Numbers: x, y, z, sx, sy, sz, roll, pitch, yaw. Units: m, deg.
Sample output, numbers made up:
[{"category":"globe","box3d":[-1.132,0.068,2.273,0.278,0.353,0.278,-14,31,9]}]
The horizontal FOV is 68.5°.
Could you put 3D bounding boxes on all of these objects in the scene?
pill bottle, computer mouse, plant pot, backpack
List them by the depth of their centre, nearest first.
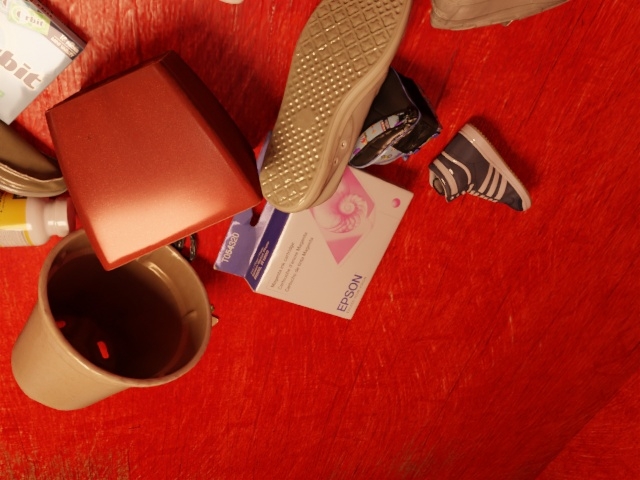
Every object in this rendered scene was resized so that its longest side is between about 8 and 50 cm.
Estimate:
[{"category":"plant pot","box3d":[-0.272,-0.155,0.767,0.268,0.267,0.235,-24,119,2]},{"category":"pill bottle","box3d":[-0.553,-0.040,0.852,0.184,0.103,0.103,-3,128,-16]},{"category":"backpack","box3d":[0.122,-0.218,0.902,0.117,0.158,0.173,9,140,-46]},{"category":"plant pot","box3d":[-0.445,0.186,0.951,0.334,0.333,0.305,30,127,-34]},{"category":"computer mouse","box3d":[-0.328,0.070,1.064,0.071,0.041,0.242,22,115,-8]}]

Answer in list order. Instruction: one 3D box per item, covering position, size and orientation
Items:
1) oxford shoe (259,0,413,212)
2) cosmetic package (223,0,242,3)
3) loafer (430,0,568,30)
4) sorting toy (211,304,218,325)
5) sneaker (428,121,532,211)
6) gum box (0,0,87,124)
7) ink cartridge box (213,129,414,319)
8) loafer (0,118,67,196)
[{"category":"oxford shoe","box3d":[0.028,-0.257,0.827,0.130,0.169,0.449,0,116,-65]},{"category":"cosmetic package","box3d":[-0.205,-0.472,0.428,0.330,0.393,0.327,9,124,-25]},{"category":"loafer","box3d":[0.344,-0.445,0.832,0.320,0.111,0.111,-12,166,-9]},{"category":"sorting toy","box3d":[-0.290,0.194,1.186,0.083,0.012,0.062,-38,124,18]},{"category":"sneaker","box3d":[0.360,-0.125,1.083,0.153,0.099,0.282,-44,121,12]},{"category":"gum box","box3d":[-0.485,-0.293,0.712,0.184,0.041,0.157,-37,129,11]},{"category":"ink cartridge box","box3d":[-0.014,-0.018,0.997,0.330,0.071,0.324,18,106,-22]},{"category":"loafer","box3d":[-0.537,-0.153,0.773,0.251,0.094,0.087,24,121,-32]}]
